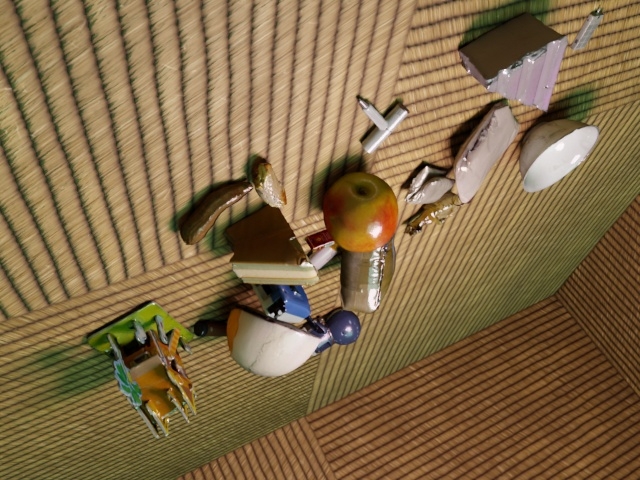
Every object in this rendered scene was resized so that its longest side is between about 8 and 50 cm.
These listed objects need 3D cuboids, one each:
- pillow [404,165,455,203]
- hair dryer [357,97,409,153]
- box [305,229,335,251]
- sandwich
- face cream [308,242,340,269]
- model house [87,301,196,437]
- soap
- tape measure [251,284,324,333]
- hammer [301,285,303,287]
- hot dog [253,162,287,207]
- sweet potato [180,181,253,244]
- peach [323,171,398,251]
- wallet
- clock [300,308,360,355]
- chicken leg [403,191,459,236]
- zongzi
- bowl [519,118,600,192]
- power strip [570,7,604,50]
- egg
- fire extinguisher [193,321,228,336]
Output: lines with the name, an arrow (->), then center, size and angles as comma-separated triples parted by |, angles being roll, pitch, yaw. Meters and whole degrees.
pillow -> 0.359, -0.176, 1.930 | 0.181, 0.078, 0.134 | -5, 141, -53
hair dryer -> 0.127, -0.314, 1.531 | 0.183, 0.044, 0.155 | 14, 127, -47
box -> 0.000, 0.000, 1.874 | 0.081, 0.052, 0.023 | -21, 149, -20
sandwich -> -0.144, 0.052, 1.628 | 0.198, 0.228, 0.155 | -31, 151, -4
face cream -> -0.001, 0.056, 1.961 | 0.182, 0.051, 0.072 | -43, 150, 17
model house -> -0.483, 0.399, 1.757 | 0.242, 0.313, 0.358 | -31, 151, -7
soap -> 0.499, -0.426, 1.587 | 0.257, 0.159, 0.302 | -32, 150, -8
tape measure -> -0.091, 0.183, 1.896 | 0.097, 0.215, 0.351 | -37, 151, 9
hammer -> -0.079, 0.188, 2.129 | 0.035, 0.019, 0.110 | -25, 153, -12
hot dog -> -0.137, -0.140, 1.504 | 0.061, 0.078, 0.169 | -5, 143, 15
sweet potato -> -0.272, -0.076, 1.482 | 0.233, 0.062, 0.081 | -41, 166, 10
peach -> 0.112, -0.079, 1.685 | 0.230, 0.231, 0.231 | -24, 151, -15
wallet -> 0.520, -0.282, 1.885 | 0.335, 0.068, 0.275 | -53, 153, -1
clock -> 0.049, 0.376, 2.427 | 0.243, 0.147, 0.200 | -23, 147, -1
chicken leg -> 0.398, -0.088, 2.097 | 0.227, 0.088, 0.103 | -44, 163, 14
zongzi -> 0.193, 0.011, 2.021 | 0.393, 0.174, 0.356 | -50, 151, -55
bowl -> 0.796, -0.326, 2.055 | 0.313, 0.146, 0.313 | -23, 151, -14
power strip -> 0.781, -0.616, 1.718 | 0.050, 0.019, 0.136 | -16, 148, -24
egg -> -0.172, 0.345, 1.934 | 0.337, 0.336, 0.201 | 29, 81, -58
fire extinguisher -> -0.350, 0.300, 2.006 | 0.177, 0.050, 0.062 | 12, 91, -54
